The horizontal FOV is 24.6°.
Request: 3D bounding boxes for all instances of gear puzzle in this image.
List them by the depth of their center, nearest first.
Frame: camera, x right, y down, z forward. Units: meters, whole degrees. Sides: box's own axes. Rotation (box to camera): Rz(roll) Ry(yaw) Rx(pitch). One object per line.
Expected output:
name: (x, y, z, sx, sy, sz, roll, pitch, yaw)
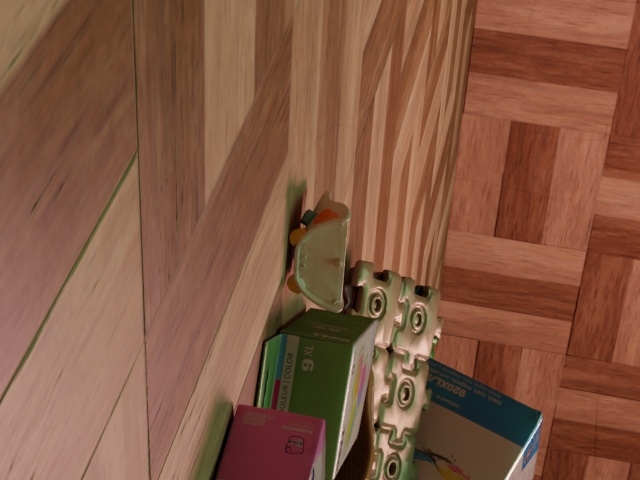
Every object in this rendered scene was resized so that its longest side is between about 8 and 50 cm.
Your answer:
gear puzzle: (0.043, 0.197, 1.514, 0.175, 0.044, 0.339, 21, 77, -52)

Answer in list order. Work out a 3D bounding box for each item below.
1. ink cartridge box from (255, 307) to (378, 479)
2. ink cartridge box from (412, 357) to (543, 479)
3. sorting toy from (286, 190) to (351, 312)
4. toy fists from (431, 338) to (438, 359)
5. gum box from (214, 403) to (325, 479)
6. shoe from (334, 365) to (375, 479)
ink cartridge box: (-0.003, 0.122, 1.160, 0.209, 0.062, 0.109, -24, 124, -80)
ink cartridge box: (0.120, 0.286, 1.652, 0.233, 0.168, 0.171, -54, 159, -27)
sorting toy: (0.000, 0.000, 1.135, 0.075, 0.044, 0.083, -82, 177, -60)
toy fists: (0.099, 0.220, 1.926, 0.142, 0.096, 0.279, 82, 17, -69)
gum box: (-0.037, 0.212, 1.014, 0.188, 0.062, 0.107, 90, 12, -51)
shoe: (0.015, 0.186, 1.321, 0.219, 0.076, 0.058, -75, 166, -48)
